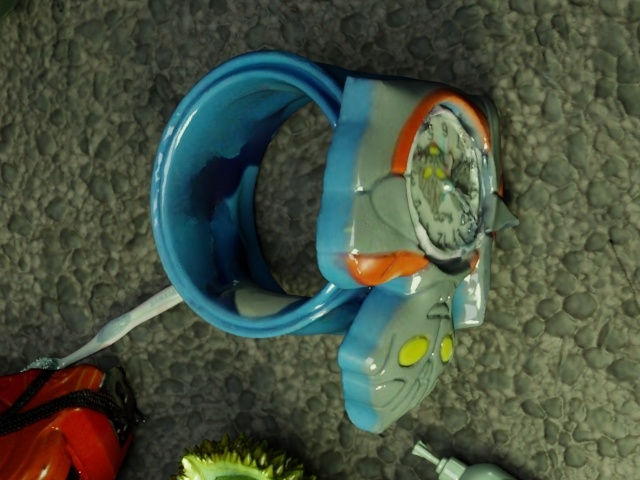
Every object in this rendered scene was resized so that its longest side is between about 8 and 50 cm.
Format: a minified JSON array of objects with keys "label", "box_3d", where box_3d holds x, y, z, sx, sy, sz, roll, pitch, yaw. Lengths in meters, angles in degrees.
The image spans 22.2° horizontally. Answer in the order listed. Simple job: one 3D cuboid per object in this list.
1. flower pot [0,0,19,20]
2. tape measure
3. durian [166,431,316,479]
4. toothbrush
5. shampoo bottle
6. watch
[{"label":"flower pot","box_3d":[-0.350,-0.259,1.527,0.157,0.107,0.157,2,98,18]},{"label":"tape measure","box_3d":[-0.316,0.224,1.486,0.253,0.260,0.114,-7,125,21]},{"label":"durian","box_3d":[-0.080,0.290,1.440,0.200,0.176,0.237,32,92,31]},{"label":"toothbrush","box_3d":[-0.178,0.076,1.538,0.269,0.027,0.021,-29,72,17]},{"label":"shampoo bottle","box_3d":[0.161,0.234,1.417,0.195,0.056,0.056,33,104,13]},{"label":"watch","box_3d":[0.000,0.000,1.381,0.275,0.241,0.305,5,89,35]}]
